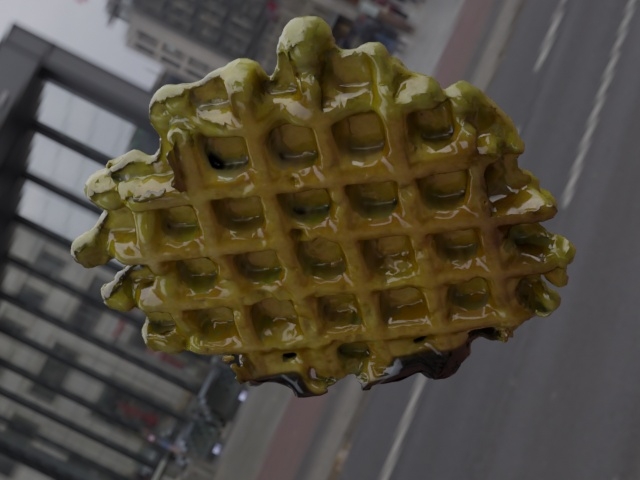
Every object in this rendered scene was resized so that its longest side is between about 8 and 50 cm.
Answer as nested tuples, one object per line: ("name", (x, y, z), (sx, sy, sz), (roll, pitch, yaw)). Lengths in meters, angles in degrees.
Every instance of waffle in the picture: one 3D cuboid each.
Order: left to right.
("waffle", (0.000, 0.002, 0.909), (0.312, 0.307, 0.060), (-35, 28, 31))
